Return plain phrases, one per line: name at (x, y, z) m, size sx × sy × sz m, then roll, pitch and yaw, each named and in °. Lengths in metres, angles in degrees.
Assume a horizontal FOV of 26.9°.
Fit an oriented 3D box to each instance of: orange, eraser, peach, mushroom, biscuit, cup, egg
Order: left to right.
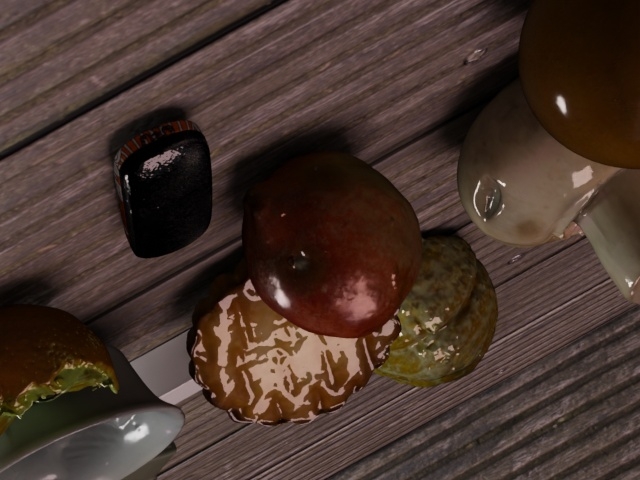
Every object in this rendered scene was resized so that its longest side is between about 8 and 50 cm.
orange at (-0.378, 0.162, 1.626) m, size 0.237 × 0.158 × 0.179 m, roll -27°, pitch 174°, yaw -5°
cup at (-0.377, 0.253, 1.850) m, size 0.347 × 0.163 × 0.347 m, roll -27°, pitch 161°, yaw -10°
eraser at (-0.166, 0.169, 2.072) m, size 0.298 × 0.076 × 0.078 m, roll -29°, pitch 161°, yaw -1°
biscuit at (-0.042, 0.128, 1.960) m, size 0.325 × 0.107 × 0.326 m, roll -11°, pitch 125°, yaw -16°
peach at (0.000, 0.000, 1.668) m, size 0.256 × 0.232 × 0.232 m, roll 19°, pitch 132°, yaw -38°
orange at (0.186, 0.143, 2.319) m, size 0.271 × 0.210 × 0.369 m, roll -32°, pitch 163°, yaw 0°
mushroom at (0.373, -0.119, 1.814) m, size 0.353 × 0.353 × 0.325 m, roll -7°, pitch 120°, yaw -47°
egg at (0.394, -0.231, 1.540) m, size 0.351 × 0.282 × 0.282 m, roll -28°, pitch 162°, yaw -21°

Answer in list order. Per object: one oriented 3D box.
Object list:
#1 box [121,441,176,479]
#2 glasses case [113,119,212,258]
box at (-0.348, 0.347, 2.168) m, size 0.129 × 0.148 × 0.210 m, roll -47°, pitch 157°, yaw 24°
glasses case at (-0.175, -0.053, 1.507) m, size 0.103 × 0.067 × 0.267 m, roll -25°, pitch 160°, yaw -15°
